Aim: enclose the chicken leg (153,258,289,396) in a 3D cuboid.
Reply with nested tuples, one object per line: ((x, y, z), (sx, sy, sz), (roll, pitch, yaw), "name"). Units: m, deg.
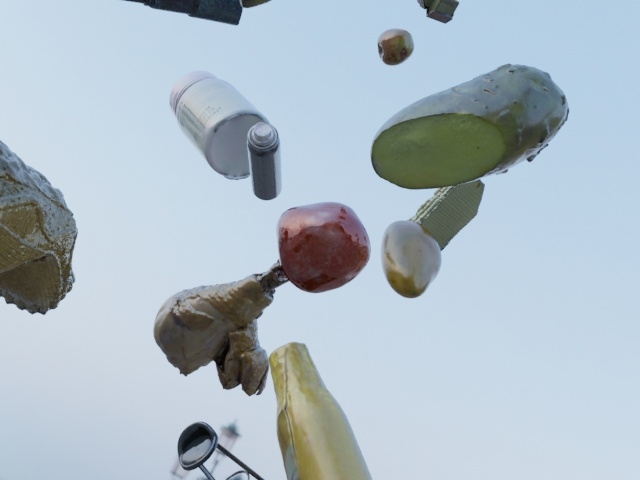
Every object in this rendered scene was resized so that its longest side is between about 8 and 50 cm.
((-0.173, 0.187, 2.055), (0.295, 0.409, 0.182), (58, 24, 9), "chicken leg")

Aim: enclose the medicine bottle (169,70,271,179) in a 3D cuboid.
((-0.298, -0.351, 2.756), (0.213, 0.213, 0.379), (48, 0, -40), "medicine bottle")

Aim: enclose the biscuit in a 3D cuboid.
((0.292, -0.060, 2.252), (0.150, 0.252, 0.052), (31, 17, -50), "biscuit")

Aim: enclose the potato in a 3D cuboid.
((0.214, -0.155, 1.349), (0.176, 0.298, 0.141), (-121, -173, -77), "potato")

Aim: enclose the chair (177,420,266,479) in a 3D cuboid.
((-0.196, 0.464, 1.852), (0.104, 0.095, 0.222), (-31, -70, 15), "chair")

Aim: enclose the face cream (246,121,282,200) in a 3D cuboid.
((-0.124, -0.179, 2.094), (0.073, 0.073, 0.283), (25, -21, 9), "face cream")

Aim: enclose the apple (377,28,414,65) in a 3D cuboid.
((0.161, -0.413, 2.003), (0.071, 0.084, 0.084), (-12, -18, -12), "apple")

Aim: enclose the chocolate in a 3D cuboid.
((-0.004, 0.391, 1.686), (0.162, 0.162, 0.445), (66, 1, -57), "chocolate")

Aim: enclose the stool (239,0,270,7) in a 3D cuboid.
((-0.053, -0.340, 1.072), (0.135, 0.110, 0.134), (-161, -121, -76), "stool")

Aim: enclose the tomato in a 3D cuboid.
((0.000, 0.000, 1.731), (0.187, 0.187, 0.151), (4, -29, 46), "tomato")

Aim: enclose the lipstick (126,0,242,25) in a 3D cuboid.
((-0.218, -0.321, 1.212), (0.234, 0.054, 0.053), (4, -15, -19), "lipstick")

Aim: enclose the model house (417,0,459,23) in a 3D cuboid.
((0.249, -0.511, 2.039), (0.083, 0.058, 0.057), (8, 31, -36), "model house")

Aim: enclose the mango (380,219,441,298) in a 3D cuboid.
((0.197, 0.044, 2.030), (0.138, 0.253, 0.113), (29, -62, -14), "mango")

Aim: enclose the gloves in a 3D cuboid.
((-0.422, -0.033, 1.222), (0.203, 0.155, 0.356), (31, -18, 18), "gloves")
